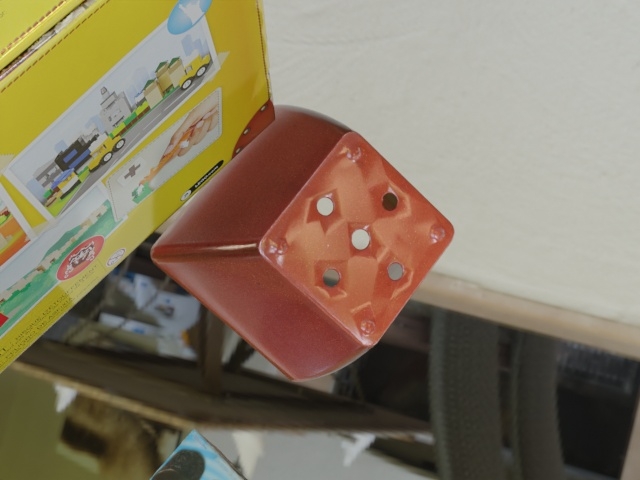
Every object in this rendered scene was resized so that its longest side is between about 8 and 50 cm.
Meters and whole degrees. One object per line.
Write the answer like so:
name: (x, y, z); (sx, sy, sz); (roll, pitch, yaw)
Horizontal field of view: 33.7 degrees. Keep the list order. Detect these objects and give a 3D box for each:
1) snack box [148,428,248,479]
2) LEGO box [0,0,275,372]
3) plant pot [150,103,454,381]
snack box: (-0.146, 0.410, 1.420); (0.322, 0.187, 0.060); (31, 166, 51)
LEGO box: (-0.276, -0.062, 0.756); (0.193, 0.500, 0.372); (43, 167, 13)
plant pot: (0.000, 0.000, 1.271); (0.267, 0.267, 0.236); (42, 164, -16)
